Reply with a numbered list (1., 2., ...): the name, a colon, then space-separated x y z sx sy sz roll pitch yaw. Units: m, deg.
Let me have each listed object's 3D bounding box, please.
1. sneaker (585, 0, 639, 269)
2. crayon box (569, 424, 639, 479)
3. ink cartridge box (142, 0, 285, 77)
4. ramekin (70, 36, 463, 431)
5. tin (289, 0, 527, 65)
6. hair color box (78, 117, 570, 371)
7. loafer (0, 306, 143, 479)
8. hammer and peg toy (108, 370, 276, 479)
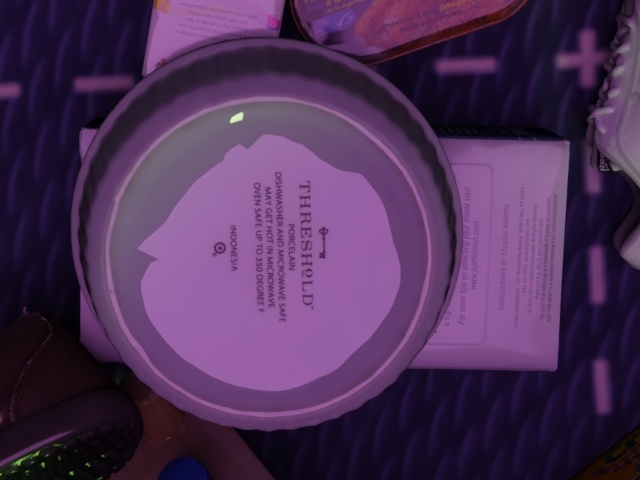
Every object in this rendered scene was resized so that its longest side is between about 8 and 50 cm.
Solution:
1. sneaker: 0.248 -0.112 1.203 0.118 0.110 0.292 -11 102 9
2. crayon box: 0.301 0.176 1.229 0.278 0.165 0.081 -40 101 5
3. ink cartridge box: -0.073 -0.166 1.180 0.092 0.090 0.143 11 102 -4
4. ramekin: -0.035 0.002 1.090 0.273 0.127 0.272 0 100 -1
5. tin: 0.069 -0.196 1.208 0.190 0.040 0.106 -18 106 1
6. hair color box: 0.000 0.000 1.209 0.347 0.105 0.173 2 99 -3
7. loafer: -0.307 0.157 1.116 0.366 0.134 0.130 -21 63 -11
8. hammer and peg toy: -0.101 0.269 1.133 0.266 0.361 0.127 -37 140 -11
